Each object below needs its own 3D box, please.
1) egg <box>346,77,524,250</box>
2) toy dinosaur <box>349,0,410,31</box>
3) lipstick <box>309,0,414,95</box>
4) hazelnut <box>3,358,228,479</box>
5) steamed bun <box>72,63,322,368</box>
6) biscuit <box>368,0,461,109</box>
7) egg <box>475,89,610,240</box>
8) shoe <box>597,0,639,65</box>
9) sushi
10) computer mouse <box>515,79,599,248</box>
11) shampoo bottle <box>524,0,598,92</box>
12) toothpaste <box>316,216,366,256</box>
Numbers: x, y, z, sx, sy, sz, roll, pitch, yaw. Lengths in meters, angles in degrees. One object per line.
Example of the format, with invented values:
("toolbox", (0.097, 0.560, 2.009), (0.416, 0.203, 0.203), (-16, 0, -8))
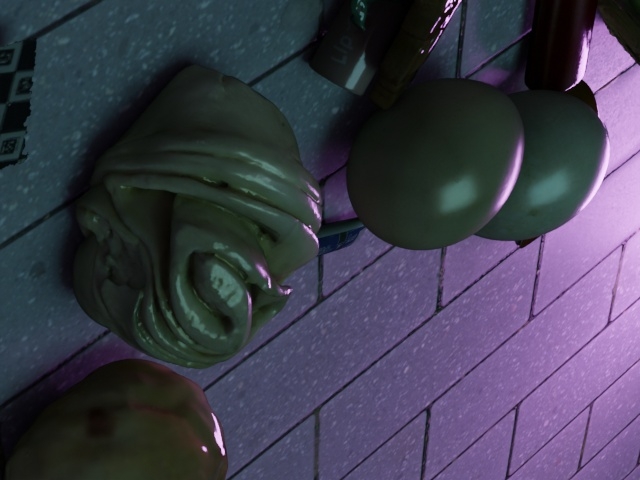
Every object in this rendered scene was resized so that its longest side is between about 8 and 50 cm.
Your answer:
("egg", (0.142, -0.096, 2.037), (0.254, 0.188, 0.188), (-39, 148, -36))
("toy dinosaur", (-0.004, -0.292, 1.728), (0.292, 0.079, 0.120), (9, 110, -44))
("lipstick", (0.078, -0.285, 1.861), (0.070, 0.070, 0.254), (11, 112, -59))
("hazelnut", (-0.230, 0.262, 1.863), (0.261, 0.241, 0.261), (6, 90, -73))
("steamed bun", (-0.105, -0.006, 1.748), (0.289, 0.203, 0.276), (-56, 151, 2))
("biscuit", (0.117, -0.239, 1.868), (0.183, 0.047, 0.320), (-56, 178, -34))
("egg", (0.262, -0.097, 2.215), (0.253, 0.186, 0.186), (-26, 143, -19))
("shoe", (0.435, -0.314, 2.300), (0.128, 0.140, 0.262), (-53, 165, -1))
("sushi", (-0.336, -0.106, 1.476), (0.201, 0.031, 0.139), (-21, 138, -41))
("computer mouse", (0.331, -0.104, 2.437), (0.158, 0.072, 0.310), (-40, 149, -21))
("shampoo bottle", (0.318, -0.313, 2.198), (0.102, 0.064, 0.260), (-33, 144, -30))
("toothpaste", (0.000, 0.000, 2.092), (0.197, 0.035, 0.057), (-14, 148, -52))
